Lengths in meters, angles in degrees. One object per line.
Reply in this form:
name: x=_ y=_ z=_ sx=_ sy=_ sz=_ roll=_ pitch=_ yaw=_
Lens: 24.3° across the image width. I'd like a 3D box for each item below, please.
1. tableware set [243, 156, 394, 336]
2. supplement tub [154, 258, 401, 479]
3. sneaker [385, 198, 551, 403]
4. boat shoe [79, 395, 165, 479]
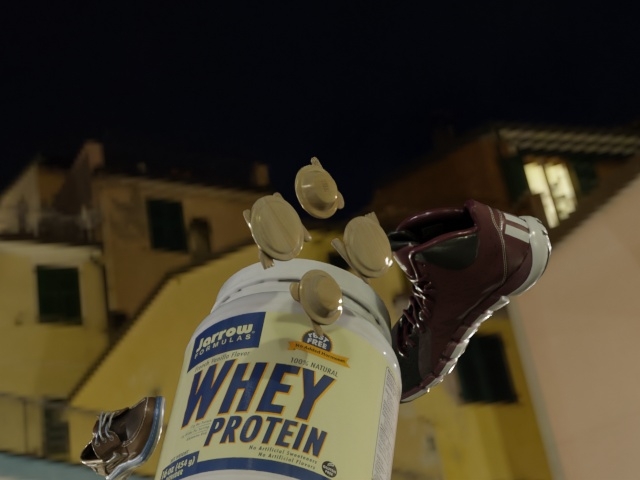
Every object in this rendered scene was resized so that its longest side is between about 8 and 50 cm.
tableware set: x=0.000 y=0.000 z=1.431 sx=0.020 sy=0.168 sz=0.141 roll=-25 pitch=-77 yaw=43
supplement tub: x=-0.040 y=0.202 z=1.532 sx=0.235 sy=0.325 sz=0.235 roll=5 pitch=-44 yaw=5
sneaker: x=0.106 y=0.053 z=1.632 sx=0.162 sy=0.106 sz=0.281 roll=26 pitch=-64 yaw=-33
boat shoe: x=-0.237 y=0.235 z=1.757 sx=0.066 sy=0.066 sz=0.183 roll=19 pitch=-41 yaw=-17
